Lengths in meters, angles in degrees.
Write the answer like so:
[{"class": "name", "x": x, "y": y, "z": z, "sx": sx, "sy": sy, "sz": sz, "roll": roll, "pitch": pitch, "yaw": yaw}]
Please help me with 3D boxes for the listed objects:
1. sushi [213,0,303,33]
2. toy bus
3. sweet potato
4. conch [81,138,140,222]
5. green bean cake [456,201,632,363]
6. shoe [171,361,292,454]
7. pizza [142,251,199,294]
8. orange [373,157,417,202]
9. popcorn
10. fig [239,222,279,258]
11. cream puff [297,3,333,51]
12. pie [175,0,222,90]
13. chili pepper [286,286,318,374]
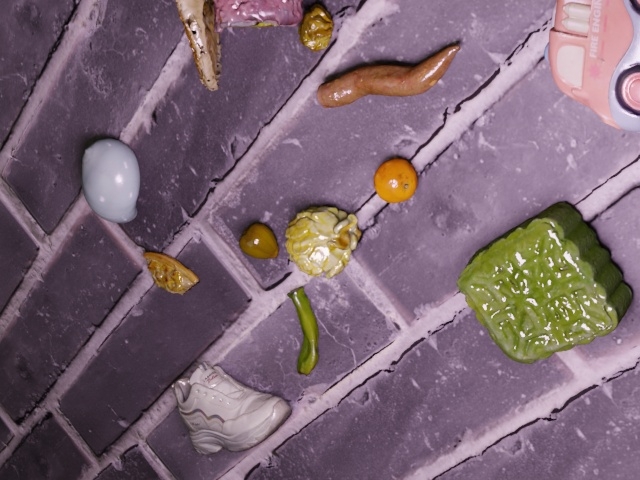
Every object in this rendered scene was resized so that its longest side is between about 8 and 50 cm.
[{"class": "sushi", "x": -0.113, "y": -0.430, "z": 1.653, "sx": 0.161, "sy": 0.241, "sz": 0.107, "roll": -3, "pitch": 101, "yaw": -4}, {"class": "toy bus", "x": 0.426, "y": -0.304, "z": 1.280, "sx": 0.232, "sy": 0.194, "sz": 0.287, "roll": 21, "pitch": 124, "yaw": 36}, {"class": "sweet potato", "x": 0.124, "y": -0.280, "z": 1.596, "sx": 0.281, "sy": 0.059, "sz": 0.067, "roll": -3, "pitch": 75, "yaw": 34}, {"class": "conch", "x": -0.487, "y": -0.131, "z": 2.098, "sx": 0.185, "sy": 0.121, "sz": 0.221, "roll": 54, "pitch": 145, "yaw": 43}, {"class": "green bean cake", "x": 0.370, "y": 0.080, "z": 1.548, "sx": 0.248, "sy": 0.125, "sz": 0.222, "roll": -34, "pitch": 90, "yaw": 42}, {"class": "shoe", "x": -0.225, "y": 0.379, "z": 2.130, "sx": 0.342, "sy": 0.132, "sz": 0.210, "roll": -22, "pitch": 101, "yaw": 44}, {"class": "pizza", "x": -0.354, "y": 0.082, "z": 2.142, "sx": 0.160, "sy": 0.036, "sz": 0.099, "roll": 27, "pitch": 126, "yaw": 24}, {"class": "orange", "x": 0.137, "y": -0.108, "z": 1.655, "sx": 0.083, "sy": 0.083, "sz": 0.083, "roll": 16, "pitch": 121, "yaw": 30}, {"class": "popcorn", "x": 0.000, "y": 0.000, "z": 1.774, "sx": 0.135, "sy": 0.141, "sz": 0.162, "roll": 29, "pitch": 166, "yaw": -19}, {"class": "fig", "x": -0.124, "y": 0.005, "z": 1.913, "sx": 0.088, "sy": 0.074, "sz": 0.074, "roll": 35, "pitch": 132, "yaw": -10}, {"class": "cream puff", "x": -0.006, "y": -0.383, "z": 1.646, "sx": 0.058, "sy": 0.083, "sz": 0.083, "roll": 4, "pitch": 109, "yaw": -14}, {"class": "pie", "x": -0.221, "y": -0.411, "z": 1.683, "sx": 0.055, "sy": 0.274, "sz": 0.274, "roll": -9, "pitch": 110, "yaw": 0}, {"class": "chili pepper", "x": -0.032, "y": 0.194, "z": 1.952, "sx": 0.052, "sy": 0.050, "sz": 0.201, "roll": 15, "pitch": 119, "yaw": 49}]
